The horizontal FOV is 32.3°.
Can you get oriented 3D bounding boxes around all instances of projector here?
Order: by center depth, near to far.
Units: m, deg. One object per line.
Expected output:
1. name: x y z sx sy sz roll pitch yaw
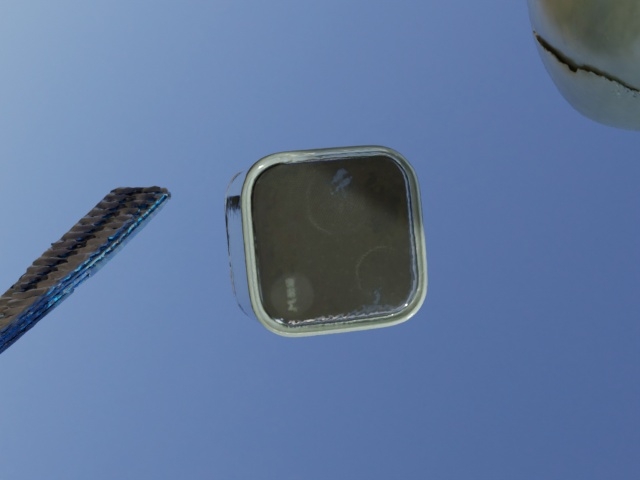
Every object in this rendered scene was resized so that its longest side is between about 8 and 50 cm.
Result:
1. projector: 0.000 0.000 0.533 0.082 0.083 0.083 179 -94 -80

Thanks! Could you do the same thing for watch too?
1. watch: -0.208 -0.014 0.664 0.068 0.276 0.275 -20 -137 23

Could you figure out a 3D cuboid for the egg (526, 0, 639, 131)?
1. egg: 0.199 -0.166 0.525 0.253 0.186 0.186 -60 -151 20
